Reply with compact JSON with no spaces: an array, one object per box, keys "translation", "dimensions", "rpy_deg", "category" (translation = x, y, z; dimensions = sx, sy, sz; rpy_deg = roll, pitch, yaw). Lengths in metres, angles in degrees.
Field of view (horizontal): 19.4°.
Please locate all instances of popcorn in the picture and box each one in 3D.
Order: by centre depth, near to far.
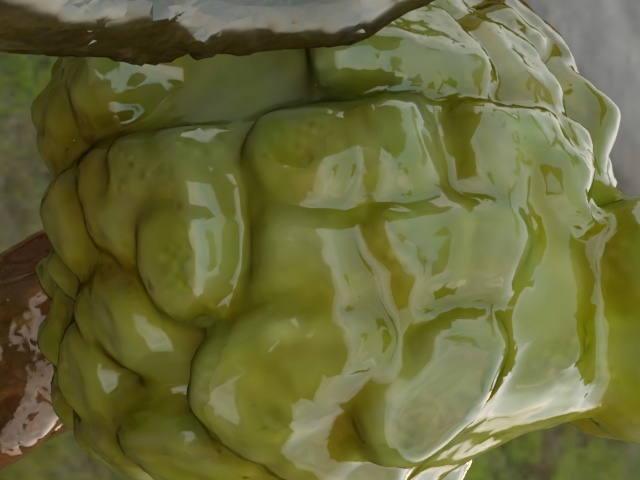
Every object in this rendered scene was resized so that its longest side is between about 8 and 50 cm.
[{"translation":[0.012,0.001,0.619],"dimensions":[0.235,0.217,0.181],"rpy_deg":[-91,-175,-86],"category":"popcorn"}]

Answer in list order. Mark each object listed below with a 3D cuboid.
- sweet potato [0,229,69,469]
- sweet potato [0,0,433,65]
[{"translation":[-0.161,0.064,0.866],"dimensions":[0.097,0.251,0.097],"rpy_deg":[60,6,-11],"category":"sweet potato"},{"translation":[-0.033,-0.092,0.449],"dimensions":[0.124,0.310,0.098],"rpy_deg":[-42,-114,59],"category":"sweet potato"}]
